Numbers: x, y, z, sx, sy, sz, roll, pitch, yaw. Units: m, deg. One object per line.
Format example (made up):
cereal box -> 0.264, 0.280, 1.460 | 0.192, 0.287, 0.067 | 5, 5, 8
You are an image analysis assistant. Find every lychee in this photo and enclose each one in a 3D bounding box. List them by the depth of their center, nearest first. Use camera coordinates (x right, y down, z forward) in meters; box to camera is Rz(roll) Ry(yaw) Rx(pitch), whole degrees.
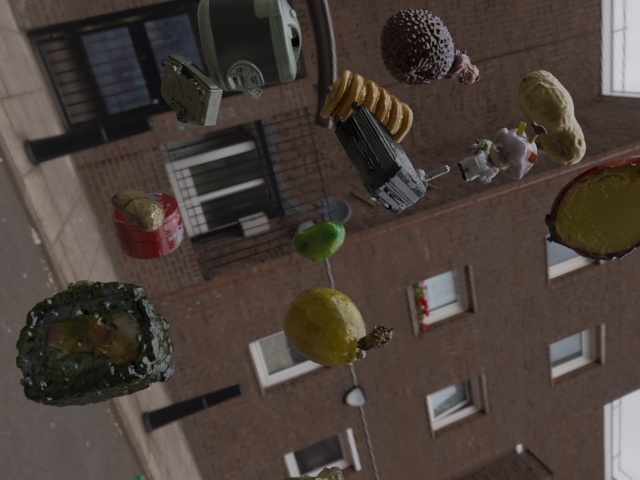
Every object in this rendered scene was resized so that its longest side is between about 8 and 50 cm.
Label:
lychee -> 0.338, -0.689, 1.884 | 0.267, 0.268, 0.267 | 162, -90, -77

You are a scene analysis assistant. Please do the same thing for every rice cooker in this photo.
rice cooker -> -0.194, -0.577, 1.534 | 0.288, 0.277, 0.288 | -8, 90, -90

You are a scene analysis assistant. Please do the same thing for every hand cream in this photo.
hand cream -> -0.587, -0.051, 1.822 | 0.230, 0.230, 0.149 | -124, -151, -50

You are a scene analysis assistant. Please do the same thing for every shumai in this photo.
shumai -> -0.006, 0.559, 1.154 | 0.209, 0.153, 0.161 | 52, -4, -38

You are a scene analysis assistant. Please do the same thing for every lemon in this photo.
lemon -> 0.021, 0.308, 1.913 | 0.316, 0.285, 0.285 | -8, -78, 38

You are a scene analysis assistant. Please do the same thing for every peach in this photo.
peach -> 0.830, -0.108, 1.505 | 0.258, 0.201, 0.361 | 44, -56, 14

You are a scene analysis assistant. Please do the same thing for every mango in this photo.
mango -> 0.001, 0.001, 1.452 | 0.178, 0.119, 0.100 | -29, -100, 49

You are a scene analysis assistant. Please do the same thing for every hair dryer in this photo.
hair dryer -> 0.382, -0.229, 1.839 | 0.047, 0.137, 0.082 | 53, 24, -30

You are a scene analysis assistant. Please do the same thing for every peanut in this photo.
peanut -> -0.554, -0.099, 1.617 | 0.228, 0.104, 0.085 | 33, -43, 37
peanut -> 0.718, -0.374, 1.645 | 0.318, 0.148, 0.147 | 60, -11, -11

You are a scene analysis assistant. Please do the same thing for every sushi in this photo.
sushi -> -0.562, 0.251, 1.338 | 0.178, 0.352, 0.294 | 88, -10, -70
sushi -> 0.158, 0.275, 1.498 | 0.061, 0.118, 0.060 | 49, 7, 21

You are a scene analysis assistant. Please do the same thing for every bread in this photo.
bread -> 0.165, -0.412, 1.716 | 0.172, 0.311, 0.121 | -64, -153, 12

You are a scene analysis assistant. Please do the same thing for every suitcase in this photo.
suitcase -> 0.165, -0.236, 1.510 | 0.202, 0.128, 0.312 | 32, 28, -49

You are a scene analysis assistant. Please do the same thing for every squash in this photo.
squash -> 0.598, -0.306, 1.902 | 0.258, 0.069, 0.069 | 29, 34, -60

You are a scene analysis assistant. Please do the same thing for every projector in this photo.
projector -> -0.463, -0.509, 1.860 | 0.269, 0.088, 0.193 | 41, -51, 27

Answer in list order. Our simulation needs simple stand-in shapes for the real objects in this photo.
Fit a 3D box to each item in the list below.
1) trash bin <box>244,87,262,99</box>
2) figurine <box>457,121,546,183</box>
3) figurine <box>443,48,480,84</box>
trash bin -> -0.262, -0.558, 1.955 | 0.061, 0.043, 0.092 | 32, 5, -41
figurine -> 0.473, -0.216, 1.385 | 0.112, 0.229, 0.137 | 37, 33, -73
figurine -> 0.553, -0.671, 2.097 | 0.157, 0.126, 0.114 | 40, 20, 1
